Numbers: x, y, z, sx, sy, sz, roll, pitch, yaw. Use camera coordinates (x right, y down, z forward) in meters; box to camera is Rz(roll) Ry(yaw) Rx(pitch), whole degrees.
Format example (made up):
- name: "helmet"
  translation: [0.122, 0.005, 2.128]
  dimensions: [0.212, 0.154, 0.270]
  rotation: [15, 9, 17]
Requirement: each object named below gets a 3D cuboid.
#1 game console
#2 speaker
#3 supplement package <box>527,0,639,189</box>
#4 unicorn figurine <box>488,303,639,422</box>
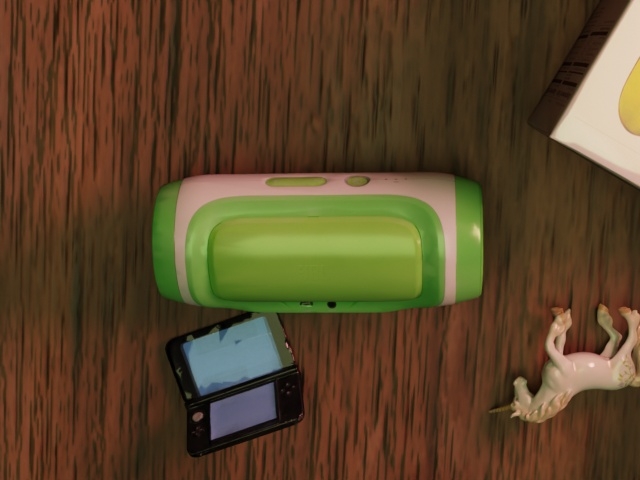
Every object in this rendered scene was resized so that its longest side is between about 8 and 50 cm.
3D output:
- name: "game console"
  translation: [-0.086, 0.138, 1.161]
  dimensions: [0.122, 0.107, 0.071]
  rotation: [-20, 124, 8]
- name: "speaker"
  translation: [0.000, 0.000, 1.104]
  dimensions: [0.296, 0.131, 0.131]
  rotation: [0, 98, 5]
- name: "supplement package"
  translation: [0.336, -0.159, 1.012]
  dimensions: [0.199, 0.198, 0.263]
  rotation: [30, 100, 0]
- name: "unicorn figurine"
  translation: [0.242, 0.119, 1.131]
  dimensions: [0.161, 0.060, 0.111]
  rotation: [-1, 98, 5]
